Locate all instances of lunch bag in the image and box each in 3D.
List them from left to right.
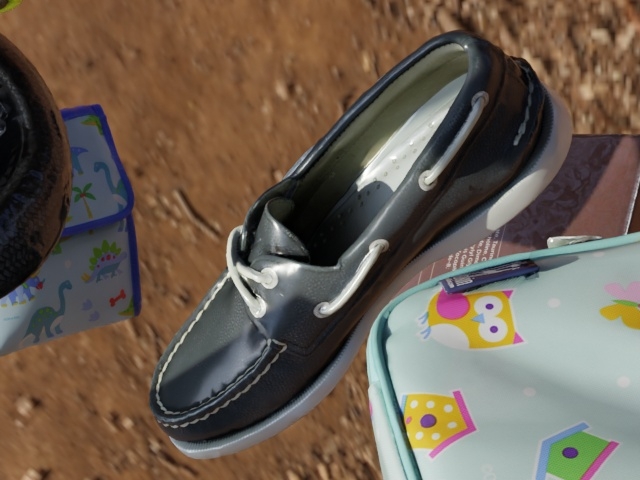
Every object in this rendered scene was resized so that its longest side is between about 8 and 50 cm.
[{"bbox_3d":[-0.196,-0.009,1.303,0.128,0.151,0.096,-16,20,-35],"label":"lunch bag"},{"bbox_3d":[0.145,0.111,0.783,0.224,0.108,0.279,-13,47,-2],"label":"lunch bag"}]

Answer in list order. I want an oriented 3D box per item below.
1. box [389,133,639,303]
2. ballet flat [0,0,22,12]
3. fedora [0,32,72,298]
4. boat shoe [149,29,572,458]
[{"bbox_3d":[0.195,0.021,1.592,0.203,0.168,0.167,2,64,36],"label":"box"},{"bbox_3d":[-0.212,-0.150,0.885,0.231,0.077,0.077,12,53,30],"label":"ballet flat"},{"bbox_3d":[-0.318,-0.025,1.124,0.334,0.152,0.334,11,46,-11],"label":"fedora"},{"bbox_3d":[0.000,0.000,1.078,0.302,0.091,0.114,-46,44,11],"label":"boat shoe"}]
